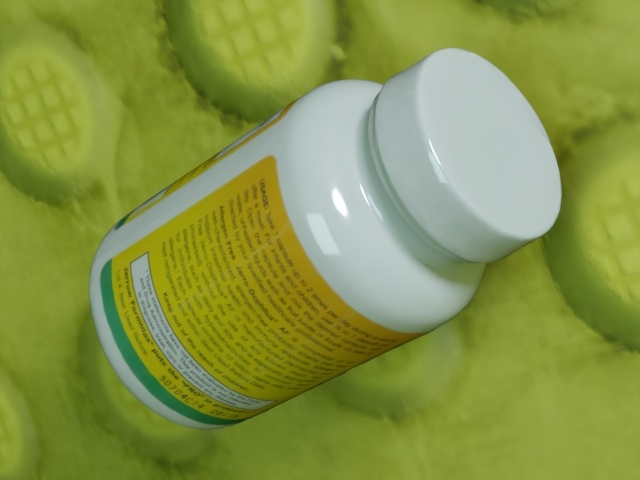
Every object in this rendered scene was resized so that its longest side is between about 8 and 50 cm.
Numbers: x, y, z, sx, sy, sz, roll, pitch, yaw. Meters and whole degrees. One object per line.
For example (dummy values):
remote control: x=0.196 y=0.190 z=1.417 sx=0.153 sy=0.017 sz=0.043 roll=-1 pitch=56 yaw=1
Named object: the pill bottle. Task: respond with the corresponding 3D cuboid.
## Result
pill bottle: x=0.000 y=0.000 z=0.653 sx=0.208 sy=0.117 sz=0.118 roll=-30 pitch=88 yaw=38
